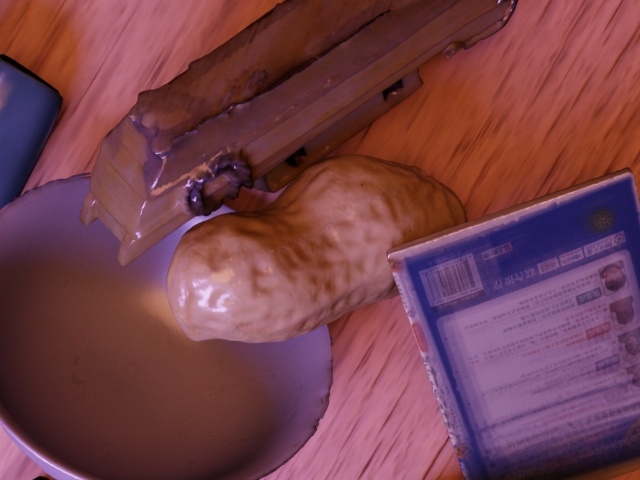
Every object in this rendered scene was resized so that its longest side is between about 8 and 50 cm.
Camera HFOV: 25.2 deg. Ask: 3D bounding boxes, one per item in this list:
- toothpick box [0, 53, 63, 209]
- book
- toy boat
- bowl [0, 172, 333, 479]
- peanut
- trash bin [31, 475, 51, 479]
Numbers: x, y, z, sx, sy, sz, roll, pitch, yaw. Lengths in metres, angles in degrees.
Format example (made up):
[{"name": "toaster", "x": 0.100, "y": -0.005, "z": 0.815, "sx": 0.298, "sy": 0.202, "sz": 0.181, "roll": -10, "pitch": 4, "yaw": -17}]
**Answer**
[{"name": "toothpick box", "x": -0.327, "y": -0.087, "z": 1.358, "sx": 0.120, "sy": 0.120, "sz": 0.184, "roll": 31, "pitch": 89, "yaw": 2}, {"name": "book", "x": 0.210, "y": 0.104, "z": 1.309, "sx": 0.228, "sy": 0.018, "sz": 0.322, "roll": -18, "pitch": 120, "yaw": 2}, {"name": "toy boat", "x": -0.026, "y": -0.136, "z": 1.311, "sx": 0.445, "sy": 0.162, "sz": 0.136, "roll": -35, "pitch": 59, "yaw": -16}, {"name": "bowl", "x": -0.173, "y": 0.117, "z": 1.306, "sx": 0.345, "sy": 0.345, "sz": 0.157, "roll": 32, "pitch": 135, "yaw": 2}, {"name": "peanut", "x": 0.000, "y": 0.000, "z": 1.282, "sx": 0.318, "sy": 0.147, "sz": 0.148, "roll": -16, "pitch": 89, "yaw": -35}, {"name": "trash bin", "x": -0.301, "y": 0.345, "z": 1.336, "sx": 0.115, "sy": 0.165, "sz": 0.225, "roll": 32, "pitch": 89, "yaw": 3}]
